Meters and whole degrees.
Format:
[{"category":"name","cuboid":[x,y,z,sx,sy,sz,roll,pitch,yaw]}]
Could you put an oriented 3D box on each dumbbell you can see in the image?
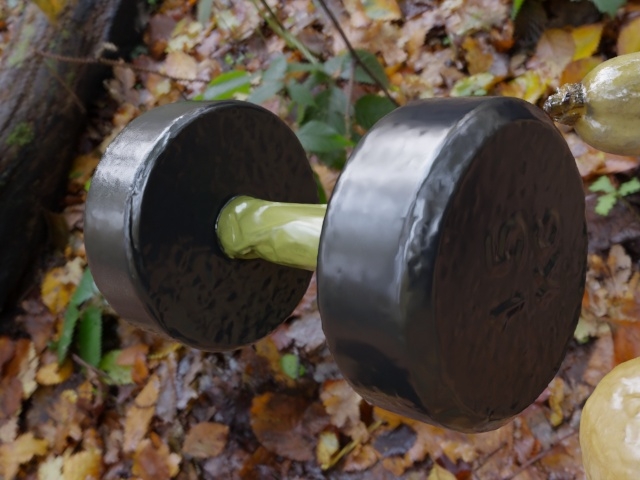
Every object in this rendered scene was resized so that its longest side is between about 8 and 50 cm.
[{"category":"dumbbell","cuboid":[0.000,0.000,0.576,0.322,0.204,0.204,8,57,43]}]

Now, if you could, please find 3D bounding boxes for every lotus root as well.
[{"category":"lotus root","cuboid":[0.523,-0.217,1.290,0.343,0.169,0.151,-2,25,3]}]

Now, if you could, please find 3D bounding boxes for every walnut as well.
[{"category":"walnut","cuboid":[0.334,0.195,0.726,0.193,0.193,0.225,-21,12,18]}]
